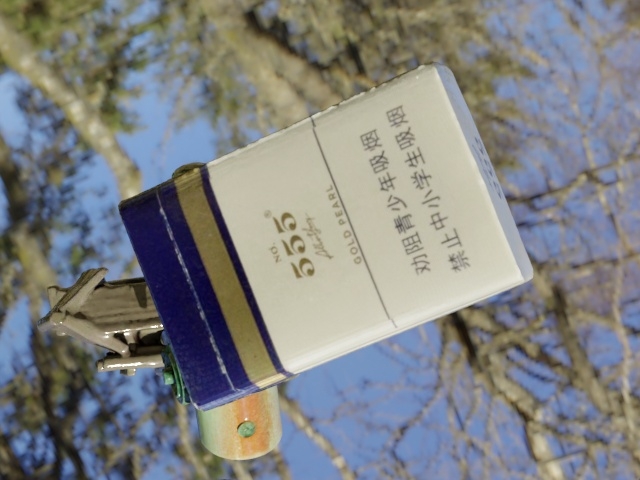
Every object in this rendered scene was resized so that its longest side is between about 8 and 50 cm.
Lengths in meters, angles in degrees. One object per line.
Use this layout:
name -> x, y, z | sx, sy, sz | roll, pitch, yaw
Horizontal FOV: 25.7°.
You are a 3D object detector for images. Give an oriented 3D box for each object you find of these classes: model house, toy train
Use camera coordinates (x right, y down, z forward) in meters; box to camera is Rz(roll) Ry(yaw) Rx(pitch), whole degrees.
model house -> -0.225, 0.091, 1.584 | 0.188, 0.122, 0.229 | 2, 179, -16
toy train -> -0.097, 0.074, 1.353 | 0.116, 0.286, 0.177 | -11, -155, -15

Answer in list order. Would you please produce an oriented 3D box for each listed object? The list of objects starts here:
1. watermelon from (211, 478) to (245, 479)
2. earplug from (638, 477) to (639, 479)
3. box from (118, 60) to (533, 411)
watermelon -> -0.111, 0.486, 1.860 | 0.363, 0.363, 0.363 | -18, -155, 9
earplug -> 0.370, 0.336, 1.530 | 0.132, 0.273, 0.132 | 7, -139, -6
box -> 0.000, 0.000, 0.989 | 0.259, 0.168, 0.071 | -22, 176, 17
